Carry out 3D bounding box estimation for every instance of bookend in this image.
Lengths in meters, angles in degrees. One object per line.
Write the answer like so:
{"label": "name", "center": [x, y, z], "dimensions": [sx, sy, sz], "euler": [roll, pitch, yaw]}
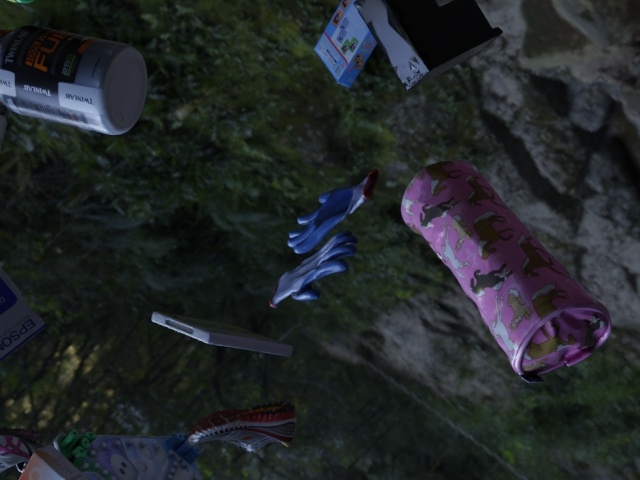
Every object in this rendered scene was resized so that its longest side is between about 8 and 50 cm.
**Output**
{"label": "bookend", "center": [0.160, -0.330, 1.211], "dimensions": [0.157, 0.156, 0.072], "euler": [58, 155, 1]}

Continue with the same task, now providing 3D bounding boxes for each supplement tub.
{"label": "supplement tub", "center": [-0.329, -0.207, 1.038], "dimensions": [0.190, 0.117, 0.117], "euler": [13, 172, 13]}

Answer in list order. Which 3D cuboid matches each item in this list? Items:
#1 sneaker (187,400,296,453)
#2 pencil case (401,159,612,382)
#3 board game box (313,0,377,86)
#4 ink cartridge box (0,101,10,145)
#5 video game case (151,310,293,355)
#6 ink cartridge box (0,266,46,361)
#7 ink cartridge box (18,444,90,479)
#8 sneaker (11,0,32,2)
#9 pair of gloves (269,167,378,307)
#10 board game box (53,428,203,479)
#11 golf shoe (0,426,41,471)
{"label": "sneaker", "center": [-0.157, 0.391, 1.639], "dimensions": [0.088, 0.225, 0.092], "euler": [-84, -13, -83]}
{"label": "pencil case", "center": [0.268, 0.031, 1.244], "dimensions": [0.386, 0.160, 0.167], "euler": [58, 144, 42]}
{"label": "board game box", "center": [0.076, -0.450, 1.699], "dimensions": [0.039, 0.211, 0.160], "euler": [15, -149, -33]}
{"label": "ink cartridge box", "center": [-0.627, -0.222, 1.391], "dimensions": [0.172, 0.237, 0.100], "euler": [14, 176, -18]}
{"label": "video game case", "center": [-0.205, 0.196, 1.701], "dimensions": [0.227, 0.026, 0.206], "euler": [17, 177, -44]}
{"label": "ink cartridge box", "center": [-0.595, 0.101, 1.126], "dimensions": [0.072, 0.303, 0.307], "euler": [31, 153, 46]}
{"label": "ink cartridge box", "center": [-0.394, 0.424, 1.240], "dimensions": [0.179, 0.145, 0.045], "euler": [37, -164, 18]}
{"label": "sneaker", "center": [-0.397, -0.469, 1.130], "dimensions": [0.109, 0.295, 0.123], "euler": [-16, -132, -45]}
{"label": "pair of gloves", "center": [0.000, 0.000, 0.970], "dimensions": [0.023, 0.159, 0.198], "euler": [37, -132, -19]}
{"label": "board game box", "center": [-0.350, 0.581, 1.747], "dimensions": [0.390, 0.050, 0.390], "euler": [20, -145, -53]}
{"label": "golf shoe", "center": [-0.583, 0.381, 1.480], "dimensions": [0.067, 0.086, 0.186], "euler": [0, 163, 24]}
